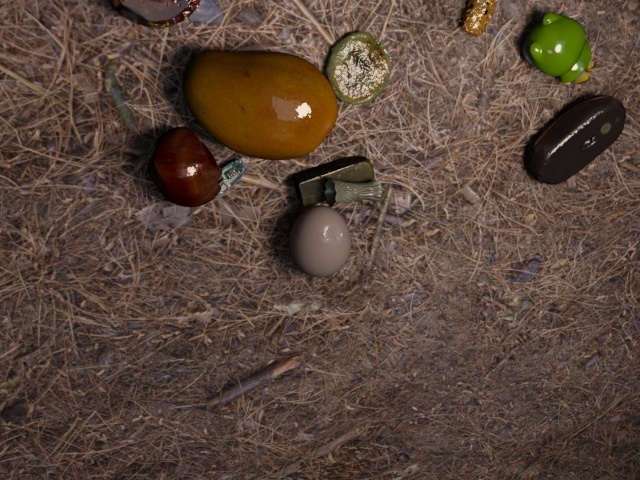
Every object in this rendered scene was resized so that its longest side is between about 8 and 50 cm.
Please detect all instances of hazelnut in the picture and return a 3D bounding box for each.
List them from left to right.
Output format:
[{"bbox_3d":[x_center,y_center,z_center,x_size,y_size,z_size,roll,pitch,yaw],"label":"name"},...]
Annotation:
[{"bbox_3d":[-0.341,-0.174,1.400,0.160,0.170,0.201,-47,149,-20],"label":"hazelnut"}]

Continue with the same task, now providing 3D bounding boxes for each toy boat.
[{"bbox_3d":[-0.254,-0.157,1.479,0.140,0.066,0.059,-40,122,5],"label":"toy boat"}]

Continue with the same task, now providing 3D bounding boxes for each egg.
[{"bbox_3d":[0.000,0.000,1.556,0.176,0.176,0.232,-8,141,-13],"label":"egg"}]

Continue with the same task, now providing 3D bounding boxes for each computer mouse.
[{"bbox_3d":[0.771,-0.307,1.698,0.323,0.116,0.183,-41,122,13],"label":"computer mouse"}]

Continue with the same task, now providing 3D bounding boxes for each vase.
[{"bbox_3d":[0.093,-0.131,1.507,0.149,0.081,0.081,-3,115,-21],"label":"vase"}]

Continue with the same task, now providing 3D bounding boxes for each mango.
[{"bbox_3d":[-0.147,-0.332,1.352,0.378,0.221,0.263,15,114,-12],"label":"mango"}]

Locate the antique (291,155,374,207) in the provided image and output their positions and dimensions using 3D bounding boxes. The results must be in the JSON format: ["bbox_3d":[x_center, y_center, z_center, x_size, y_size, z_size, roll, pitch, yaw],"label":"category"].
[{"bbox_3d":[0.040,-0.170,1.557,0.221,0.080,0.081,-19,119,-9],"label":"antique"}]

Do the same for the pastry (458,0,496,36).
[{"bbox_3d":[0.425,-0.620,1.483,0.080,0.056,0.140,19,114,-16],"label":"pastry"}]

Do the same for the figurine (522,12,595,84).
[{"bbox_3d":[0.679,-0.528,1.562,0.263,0.143,0.162,17,105,-35],"label":"figurine"}]

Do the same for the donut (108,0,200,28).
[{"bbox_3d":[-0.369,-0.585,1.230,0.230,0.096,0.216,3,115,-19],"label":"donut"}]

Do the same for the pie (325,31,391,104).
[{"bbox_3d":[0.102,-0.450,1.468,0.187,0.041,0.186,-6,115,-13],"label":"pie"}]
